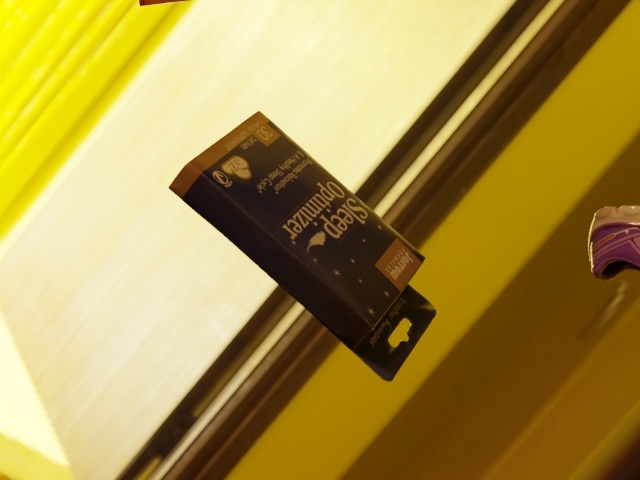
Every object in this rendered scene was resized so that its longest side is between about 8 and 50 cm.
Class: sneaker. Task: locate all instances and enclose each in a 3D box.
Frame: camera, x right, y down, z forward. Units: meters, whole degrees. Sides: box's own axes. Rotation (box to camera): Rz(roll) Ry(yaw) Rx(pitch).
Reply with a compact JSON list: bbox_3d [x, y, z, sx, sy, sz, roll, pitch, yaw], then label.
[{"bbox_3d":[0.300,0.011,1.059,0.170,0.071,0.068,-3,158,36],"label":"sneaker"}]

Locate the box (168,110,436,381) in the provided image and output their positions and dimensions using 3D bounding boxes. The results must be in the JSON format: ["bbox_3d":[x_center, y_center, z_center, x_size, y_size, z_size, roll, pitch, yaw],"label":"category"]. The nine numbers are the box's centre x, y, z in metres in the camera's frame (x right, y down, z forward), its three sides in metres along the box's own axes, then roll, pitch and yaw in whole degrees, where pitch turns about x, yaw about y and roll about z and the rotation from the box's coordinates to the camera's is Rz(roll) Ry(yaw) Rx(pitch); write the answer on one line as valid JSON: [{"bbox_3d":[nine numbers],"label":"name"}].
[{"bbox_3d":[0.000,0.000,1.032,0.225,0.036,0.136,43,-148,0],"label":"box"}]

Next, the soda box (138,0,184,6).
[{"bbox_3d":[-0.150,-0.345,1.382,0.263,0.092,0.083,124,135,-71],"label":"soda box"}]
